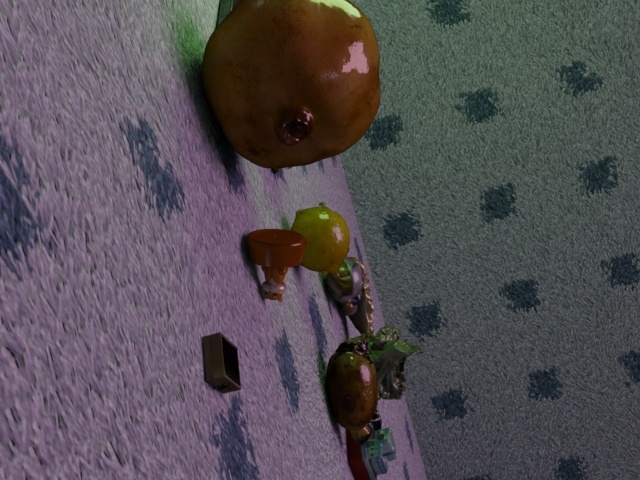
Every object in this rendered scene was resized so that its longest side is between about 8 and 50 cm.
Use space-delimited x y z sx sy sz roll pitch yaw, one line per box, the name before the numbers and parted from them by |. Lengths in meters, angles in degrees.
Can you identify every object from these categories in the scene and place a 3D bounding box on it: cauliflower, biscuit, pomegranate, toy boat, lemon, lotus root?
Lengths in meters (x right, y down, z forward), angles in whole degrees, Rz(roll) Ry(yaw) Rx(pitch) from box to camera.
cauliflower | 0.229 0.397 2.533 0.239 0.315 0.256 40 50 -8
biscuit | 0.125 0.188 2.674 0.204 0.040 0.309 34 -43 58
pomegranate | -0.059 -0.345 1.643 0.416 0.416 0.417 -15 90 -81
toy boat | 0.156 0.573 2.268 0.332 0.133 0.145 -89 161 -59
lemon | 0.000 0.000 2.107 0.173 0.173 0.206 28 44 -78
lotus root | 0.089 0.417 2.094 0.169 0.141 0.314 16 70 -76

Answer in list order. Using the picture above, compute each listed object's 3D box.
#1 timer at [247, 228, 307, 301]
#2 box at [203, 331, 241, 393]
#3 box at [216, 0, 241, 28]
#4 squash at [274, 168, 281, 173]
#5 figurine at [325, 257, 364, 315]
timer | -0.100 0.062 1.655 0.132 0.132 0.152 -69 164 -74
box | -0.163 0.205 1.238 0.079 0.035 0.083 60 17 -59
box | -0.223 -0.540 2.008 0.325 0.047 0.180 -95 166 -50
squash | -0.105 -0.258 2.199 0.090 0.075 0.200 57 32 0
figurine | 0.090 0.167 2.527 0.194 0.133 0.274 -116 -174 -53
